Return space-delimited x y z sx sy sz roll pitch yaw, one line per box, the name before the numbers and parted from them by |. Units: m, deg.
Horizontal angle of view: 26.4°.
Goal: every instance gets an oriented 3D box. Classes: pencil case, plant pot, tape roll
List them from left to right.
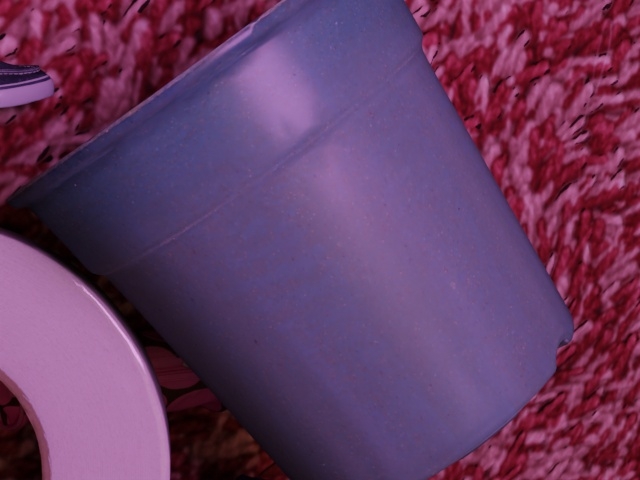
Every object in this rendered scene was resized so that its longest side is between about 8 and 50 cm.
tape roll | -0.307 0.174 1.033 0.392 0.072 0.392 0 93 -6
pencil case | -0.174 0.111 1.150 0.209 0.098 0.095 -4 101 -26
plant pot | 0.000 0.000 1.045 0.341 0.341 0.334 -39 100 -16

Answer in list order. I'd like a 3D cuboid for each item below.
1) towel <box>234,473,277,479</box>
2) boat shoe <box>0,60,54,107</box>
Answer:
towel | -0.153 0.319 1.122 0.336 0.243 0.040 -44 90 -13
boat shoe | -0.298 -0.145 1.061 0.183 0.065 0.083 -5 102 -25
